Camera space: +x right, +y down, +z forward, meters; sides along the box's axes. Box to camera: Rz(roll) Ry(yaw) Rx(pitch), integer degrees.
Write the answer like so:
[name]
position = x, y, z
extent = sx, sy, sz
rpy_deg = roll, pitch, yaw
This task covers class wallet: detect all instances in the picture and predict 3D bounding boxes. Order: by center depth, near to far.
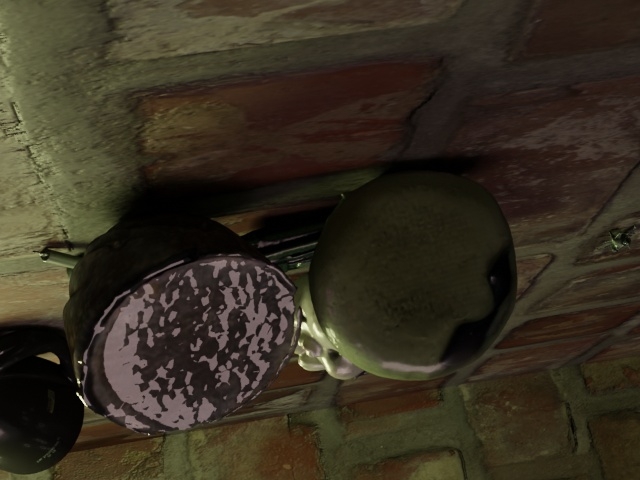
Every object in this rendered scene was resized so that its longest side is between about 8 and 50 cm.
[wallet]
position = 0.001, 0.003, 1.880
extent = 0.236, 0.055, 0.160
rpy_deg = -12, 168, -4

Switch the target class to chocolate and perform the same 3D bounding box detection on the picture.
[chocolate]
position = -0.196, 0.074, 1.711
extent = 0.303, 0.213, 0.303
rpy_deg = -17, 132, -19

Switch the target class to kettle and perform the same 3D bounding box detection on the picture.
[kettle]
position = -0.534, 0.253, 2.260
extent = 0.268, 0.207, 0.290
rpy_deg = -40, 154, 0

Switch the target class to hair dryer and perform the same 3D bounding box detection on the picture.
[hair dryer]
position = -0.342, 0.030, 1.793
extent = 0.063, 0.037, 0.124
rpy_deg = -20, 157, 34

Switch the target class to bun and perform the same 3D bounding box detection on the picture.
[bun]
position = 0.114, 0.044, 1.746
extent = 0.283, 0.283, 0.179
rpy_deg = -8, -177, -10

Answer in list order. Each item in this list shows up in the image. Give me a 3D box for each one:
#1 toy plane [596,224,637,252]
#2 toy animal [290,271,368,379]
[toy plane]
position = 0.518, 0.001, 2.294
extent = 0.080, 0.033, 0.083
rpy_deg = -35, 156, 27
[toy animal]
position = 0.046, 0.108, 1.978
extent = 0.247, 0.182, 0.310
rpy_deg = -20, 173, -1
